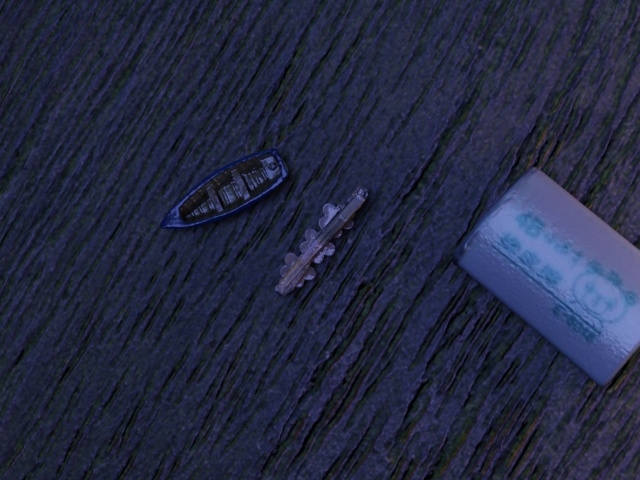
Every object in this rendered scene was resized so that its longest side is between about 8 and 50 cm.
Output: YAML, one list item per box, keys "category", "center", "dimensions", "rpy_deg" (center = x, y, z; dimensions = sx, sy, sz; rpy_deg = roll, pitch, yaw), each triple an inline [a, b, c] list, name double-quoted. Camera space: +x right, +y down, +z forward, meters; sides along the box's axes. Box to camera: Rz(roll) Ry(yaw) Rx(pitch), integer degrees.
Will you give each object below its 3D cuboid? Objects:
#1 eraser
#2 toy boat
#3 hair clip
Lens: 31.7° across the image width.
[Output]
- category: "eraser"
  center: [0.360, 0.050, 1.646]
  dimensions: [0.290, 0.104, 0.189]
  rpy_deg: [41, 92, 14]
- category: "toy boat"
  center: [-0.156, -0.073, 1.825]
  dimensions: [0.229, 0.046, 0.080]
  rpy_deg: [-29, 79, 11]
- category: "hair clip"
  center: [0.001, -0.001, 1.777]
  dimensions: [0.062, 0.056, 0.214]
  rpy_deg: [40, 105, -1]
